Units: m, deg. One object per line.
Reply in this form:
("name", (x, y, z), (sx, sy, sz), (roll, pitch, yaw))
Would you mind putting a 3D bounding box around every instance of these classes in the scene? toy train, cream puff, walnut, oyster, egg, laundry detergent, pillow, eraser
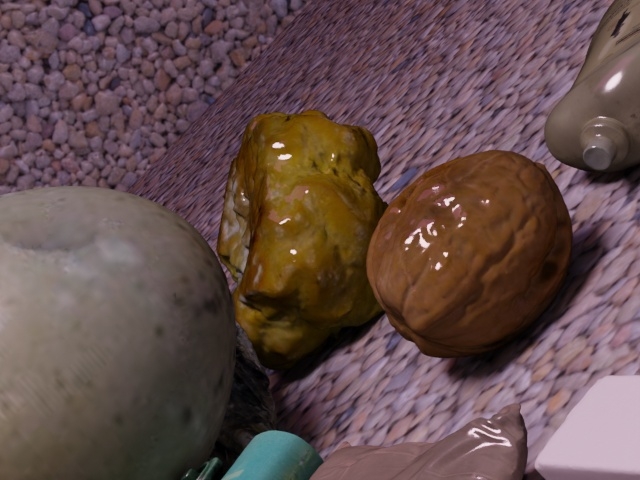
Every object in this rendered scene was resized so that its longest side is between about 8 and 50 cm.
("toy train", (-0.087, 0.250, 1.459), (0.248, 0.101, 0.159), (-51, 7, -34))
("cream puff", (-0.001, 0.001, 1.896), (0.282, 0.185, 0.281), (-176, 90, -75))
("walnut", (0.124, 0.005, 1.524), (0.184, 0.155, 0.155), (-45, 13, -15))
("oyster", (-0.131, 0.146, 1.784), (0.199, 0.087, 0.252), (-20, 47, 17))
("egg", (-0.262, 0.138, 1.608), (0.428, 0.345, 0.345), (-44, 13, -13))
("laundry detergent", (0.275, -0.141, 1.652), (0.181, 0.091, 0.253), (-33, 17, 43))
("pillow", (0.049, 0.198, 1.326), (0.270, 0.067, 0.173), (-23, 30, 56))
("eraser", (0.230, 0.122, 1.005), (0.076, 0.078, 0.298), (-48, 14, -18))
